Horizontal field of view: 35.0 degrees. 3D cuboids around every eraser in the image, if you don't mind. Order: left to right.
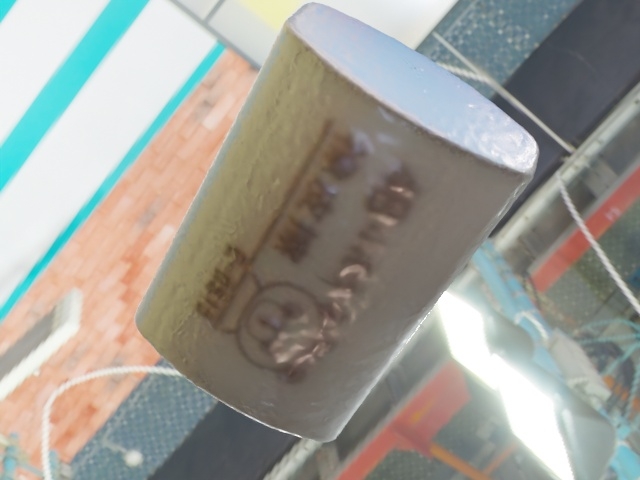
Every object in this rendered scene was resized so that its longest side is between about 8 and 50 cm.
[{"bbox_3d":[0.000,0.000,0.680,0.270,0.174,0.094,-58,-179,33],"label":"eraser"}]
